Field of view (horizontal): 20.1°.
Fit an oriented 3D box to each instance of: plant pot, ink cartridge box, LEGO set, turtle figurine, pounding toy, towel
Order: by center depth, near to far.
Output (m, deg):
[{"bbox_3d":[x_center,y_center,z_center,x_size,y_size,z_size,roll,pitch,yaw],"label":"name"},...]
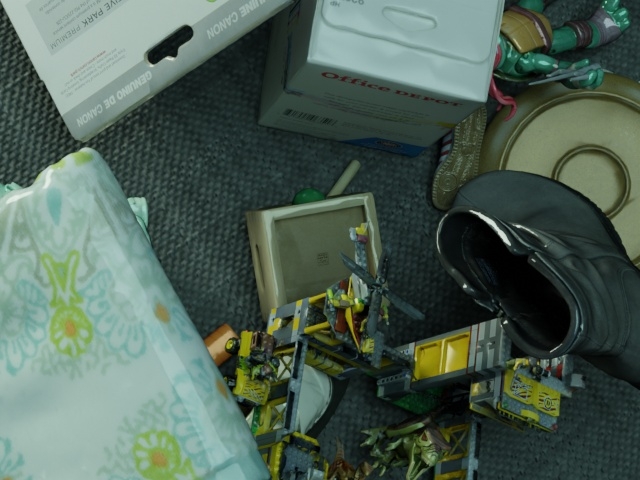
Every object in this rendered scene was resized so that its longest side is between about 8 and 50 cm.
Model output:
[{"bbox_3d":[-0.266,0.148,1.542,0.374,0.090,0.320,-30,88,18],"label":"towel"},{"bbox_3d":[0.092,0.161,1.603,0.331,0.192,0.255,34,55,-30],"label":"LEGO set"},{"bbox_3d":[-0.147,-0.276,1.621,0.130,0.309,0.271,-23,86,-54],"label":"ink cartridge box"},{"bbox_3d":[0.056,-0.196,1.700,0.171,0.233,0.168,12,78,-12],"label":"ink cartridge box"},{"bbox_3d":[0.000,0.000,1.733,0.130,0.100,0.141,-10,93,-15],"label":"pounding toy"},{"bbox_3d":[0.204,-0.210,1.762,0.175,0.118,0.234,57,38,1],"label":"turtle figurine"},{"bbox_3d":[0.268,-0.055,1.799,0.236,0.032,0.236,0,85,1],"label":"plant pot"}]

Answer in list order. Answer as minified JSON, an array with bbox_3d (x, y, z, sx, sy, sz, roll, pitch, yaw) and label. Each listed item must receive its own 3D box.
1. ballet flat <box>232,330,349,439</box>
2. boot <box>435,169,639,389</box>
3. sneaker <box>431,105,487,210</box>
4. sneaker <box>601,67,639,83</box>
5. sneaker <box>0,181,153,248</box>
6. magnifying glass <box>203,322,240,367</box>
[{"bbox_3d":[-0.060,0.178,1.674,0.095,0.096,0.280,44,73,-2],"label":"ballet flat"},{"bbox_3d":[0.179,0.006,1.614,0.223,0.338,0.118,20,103,-42],"label":"boot"},{"bbox_3d":[0.134,-0.093,1.806,0.042,0.067,0.118,12,107,-14],"label":"sneaker"},{"bbox_3d":[0.318,-0.147,1.848,0.135,0.058,0.052,22,75,-9],"label":"sneaker"},{"bbox_3d":[-0.246,-0.026,1.665,0.151,0.094,0.256,-35,100,-11],"label":"sneaker"},{"bbox_3d":[-0.168,0.159,1.688,0.231,0.026,0.092,-39,91,-18],"label":"magnifying glass"}]
